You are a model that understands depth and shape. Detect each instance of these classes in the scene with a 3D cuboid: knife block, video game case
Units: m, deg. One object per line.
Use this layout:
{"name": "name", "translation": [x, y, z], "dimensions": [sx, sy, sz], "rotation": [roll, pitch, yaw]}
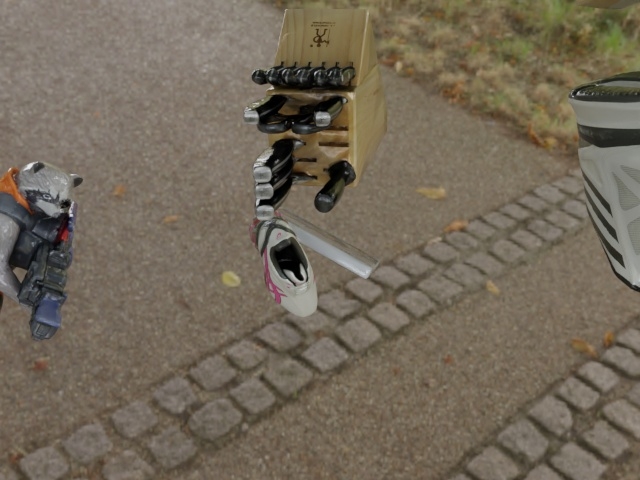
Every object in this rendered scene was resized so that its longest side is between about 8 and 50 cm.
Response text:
{"name": "knife block", "translation": [0.001, -0.095, 0.777], "dimensions": [0.088, 0.276, 0.242], "rotation": [4, 68, 12]}
{"name": "video game case", "translation": [0.000, 0.000, 1.280], "dimensions": [0.201, 0.023, 0.183], "rotation": [28, 6, 6]}

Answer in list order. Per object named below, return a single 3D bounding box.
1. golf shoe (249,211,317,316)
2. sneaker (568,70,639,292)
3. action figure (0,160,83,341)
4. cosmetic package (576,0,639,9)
{"name": "golf shoe", "translation": [-0.044, 0.049, 1.080], "dimensions": [0.067, 0.186, 0.086], "rotation": [-29, 39, -7]}
{"name": "sneaker", "translation": [0.471, -0.047, 0.873], "dimensions": [0.169, 0.258, 0.447], "rotation": [-18, 21, -19]}
{"name": "action figure", "translation": [-0.422, 0.040, 0.981], "dimensions": [0.178, 0.330, 0.341], "rotation": [36, 3, -26]}
{"name": "cosmetic package", "translation": [0.302, -0.254, 0.739], "dimensions": [0.060, 0.041, 0.115], "rotation": [0, 3, -18]}
